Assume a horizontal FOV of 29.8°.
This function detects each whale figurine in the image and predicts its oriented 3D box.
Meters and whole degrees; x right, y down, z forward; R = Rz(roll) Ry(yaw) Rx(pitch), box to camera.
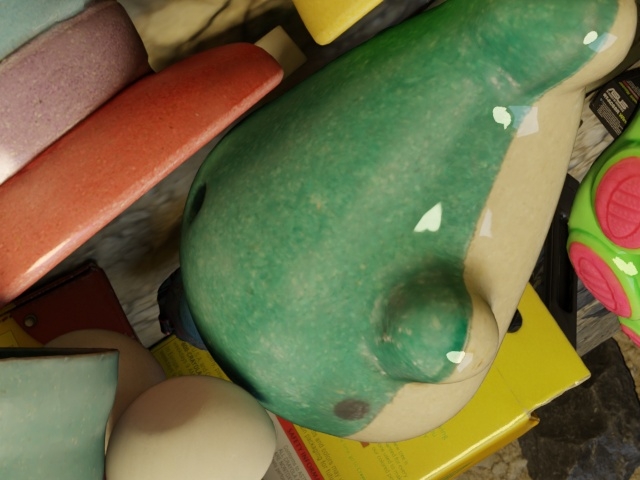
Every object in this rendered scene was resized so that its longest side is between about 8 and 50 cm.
[{"bbox_3d":[0.027,-0.033,0.528,0.141,0.216,0.272,15,134,-17],"label":"whale figurine"}]

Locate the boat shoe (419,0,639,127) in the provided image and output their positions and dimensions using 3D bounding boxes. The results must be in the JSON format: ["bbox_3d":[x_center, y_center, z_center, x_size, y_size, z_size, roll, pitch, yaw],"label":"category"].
[{"bbox_3d":[0.088,-0.084,0.681,0.255,0.095,0.079,-32,161,7],"label":"boat shoe"}]

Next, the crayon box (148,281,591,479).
[{"bbox_3d":[0.020,0.110,0.912,0.319,0.202,0.081,-33,162,8],"label":"crayon box"}]

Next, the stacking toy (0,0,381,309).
[{"bbox_3d":[-0.045,-0.117,0.445,0.309,0.130,0.279,-36,-172,22],"label":"stacking toy"}]

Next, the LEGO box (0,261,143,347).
[{"bbox_3d":[-0.257,0.302,0.698,0.500,0.372,0.193,-27,162,-12],"label":"LEGO box"}]

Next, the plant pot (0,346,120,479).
[{"bbox_3d":[-0.215,0.138,0.408,0.293,0.196,0.293,-2,176,0],"label":"plant pot"}]

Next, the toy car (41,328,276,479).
[{"bbox_3d":[-0.089,0.141,0.553,0.136,0.182,0.159,-40,129,-31],"label":"toy car"}]

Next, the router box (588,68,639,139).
[{"bbox_3d":[0.287,-0.084,0.959,0.092,0.122,0.038,-19,155,-33],"label":"router box"}]

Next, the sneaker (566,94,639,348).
[{"bbox_3d":[0.236,-0.098,0.552,0.202,0.185,0.482,-35,140,-29],"label":"sneaker"}]

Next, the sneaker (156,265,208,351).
[{"bbox_3d":[0.000,0.000,0.809,0.262,0.104,0.125,-20,-178,-36],"label":"sneaker"}]

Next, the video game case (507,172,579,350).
[{"bbox_3d":[0.126,0.094,1.073,0.275,0.035,0.248,-46,-162,37],"label":"video game case"}]
